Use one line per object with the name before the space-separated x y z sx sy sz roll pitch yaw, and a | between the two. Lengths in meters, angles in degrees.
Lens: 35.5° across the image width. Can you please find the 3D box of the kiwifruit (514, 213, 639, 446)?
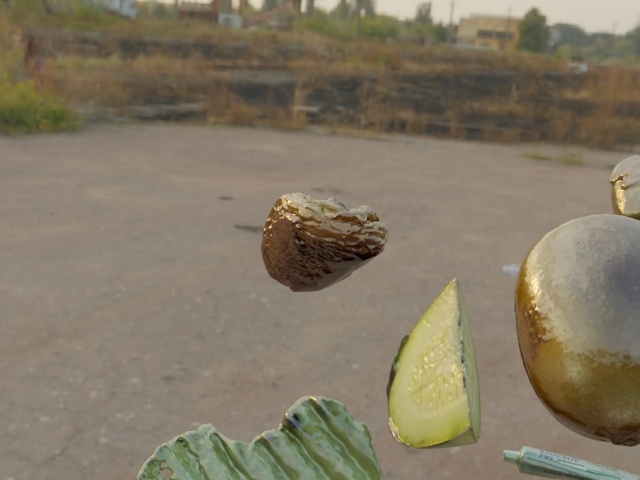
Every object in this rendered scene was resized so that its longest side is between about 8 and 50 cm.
kiwifruit | 0.290 0.092 0.990 0.196 0.196 0.234 5 53 1

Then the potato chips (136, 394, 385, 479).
potato chips | -0.075 0.430 1.415 0.373 0.389 0.097 -14 -18 -1

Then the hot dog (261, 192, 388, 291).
hot dog | 0.002 0.003 1.367 0.160 0.099 0.227 18 -27 -19

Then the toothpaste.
toothpaste | 0.376 0.338 1.462 0.218 0.041 0.064 10 10 11

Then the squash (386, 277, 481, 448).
squash | 0.145 0.203 1.391 0.155 0.204 0.237 -8 51 14

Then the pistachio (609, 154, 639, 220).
pistachio | 0.457 -0.050 1.366 0.130 0.165 0.210 17 46 8
